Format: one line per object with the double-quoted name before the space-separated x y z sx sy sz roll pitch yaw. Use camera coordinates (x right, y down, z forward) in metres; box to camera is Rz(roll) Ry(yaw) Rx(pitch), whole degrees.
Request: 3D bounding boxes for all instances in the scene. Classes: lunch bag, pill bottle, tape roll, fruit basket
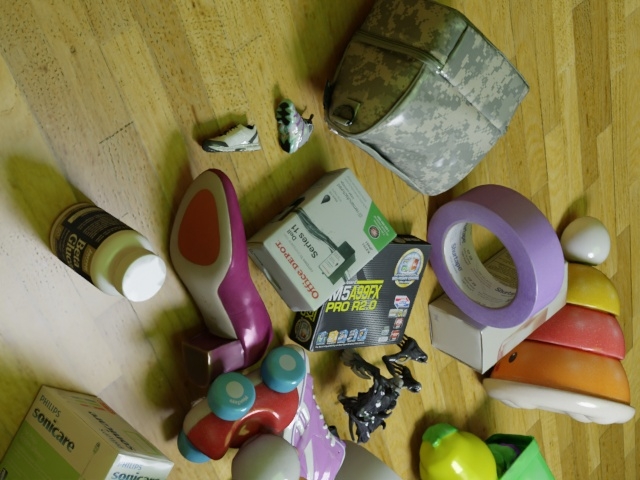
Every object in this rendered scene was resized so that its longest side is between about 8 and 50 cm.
"lunch bag" 0.163 -0.234 1.635 0.305 0.213 0.256 31 87 -49
"pill bottle" -0.287 0.019 1.337 0.094 0.169 0.094 -24 127 -36
"tape roll" 0.338 0.032 1.923 0.090 0.275 0.274 -29 130 -32
"fruit basket" 0.339 0.576 2.310 0.392 0.283 0.391 3 80 -16
"tape roll" 0.075 0.544 1.963 0.169 0.246 0.246 -43 137 -19

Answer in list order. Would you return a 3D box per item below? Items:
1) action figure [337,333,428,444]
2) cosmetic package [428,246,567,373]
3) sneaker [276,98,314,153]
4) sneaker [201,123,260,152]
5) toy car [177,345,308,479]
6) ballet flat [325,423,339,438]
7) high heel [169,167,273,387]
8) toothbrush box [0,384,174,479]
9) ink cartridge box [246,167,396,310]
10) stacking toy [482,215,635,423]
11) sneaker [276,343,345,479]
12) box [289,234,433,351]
"action figure" 0.099 0.291 1.930 0.276 0.141 0.164 -31 135 -53
"cosmetic package" 0.390 0.139 2.137 0.296 0.153 0.129 -32 131 -29
"sneaker" -0.035 -0.195 1.587 0.069 0.038 0.098 -33 142 -32
"sneaker" -0.139 -0.156 1.503 0.109 0.040 0.043 -11 103 -47
"toy car" -0.089 0.341 1.621 0.210 0.238 0.219 -23 159 -38
"ballet flat" -0.039 0.375 1.892 0.203 0.074 0.074 14 101 -43
"high heel" -0.140 0.044 1.568 0.181 0.127 0.377 -29 136 -48
"toothbrush box" -0.375 0.388 1.427 0.122 0.206 0.283 26 91 -50
"ink cartridge box" 0.000 0.000 1.648 0.208 0.087 0.153 -42 105 -21
"stacking toy" 0.593 0.177 2.324 0.351 0.351 0.479 23 76 -50
"sneaker" -0.026 0.330 1.799 0.161 0.102 0.282 5 91 -37
"box" 0.080 0.095 1.854 0.270 0.060 0.216 2 110 -47
